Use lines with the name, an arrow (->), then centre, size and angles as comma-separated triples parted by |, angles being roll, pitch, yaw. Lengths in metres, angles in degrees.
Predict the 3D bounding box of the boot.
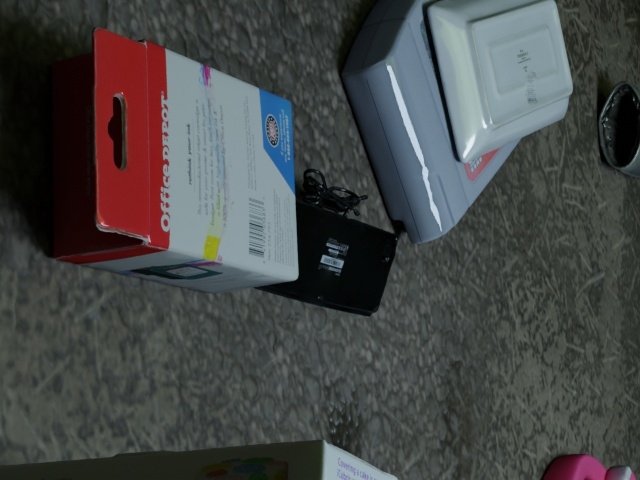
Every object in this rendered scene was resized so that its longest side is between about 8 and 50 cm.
boot -> 0.389, -0.150, 2.096 | 0.208, 0.076, 0.190 | 20, 64, -50

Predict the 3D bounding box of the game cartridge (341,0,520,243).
game cartridge -> 0.114, -0.147, 1.615 | 0.294, 0.060, 0.196 | -50, 121, -53

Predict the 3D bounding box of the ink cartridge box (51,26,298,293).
ink cartridge box -> -0.106, -0.047, 1.170 | 0.231, 0.078, 0.134 | 17, 67, -58

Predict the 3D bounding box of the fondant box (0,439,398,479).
fondant box -> -0.088, 0.283, 0.953 | 0.096, 0.238, 0.330 | 33, 55, -53

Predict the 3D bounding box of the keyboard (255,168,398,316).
keyboard -> 0.000, 0.000, 1.407 | 0.192, 0.038, 0.100 | 19, 90, -59

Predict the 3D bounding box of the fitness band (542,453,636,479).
fitness band -> 0.291, 0.352, 1.796 | 0.291, 0.054, 0.209 | 65, 33, -25

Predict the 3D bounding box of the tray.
tray -> 0.178, -0.165, 1.649 | 0.270, 0.030, 0.145 | -26, 106, -60
